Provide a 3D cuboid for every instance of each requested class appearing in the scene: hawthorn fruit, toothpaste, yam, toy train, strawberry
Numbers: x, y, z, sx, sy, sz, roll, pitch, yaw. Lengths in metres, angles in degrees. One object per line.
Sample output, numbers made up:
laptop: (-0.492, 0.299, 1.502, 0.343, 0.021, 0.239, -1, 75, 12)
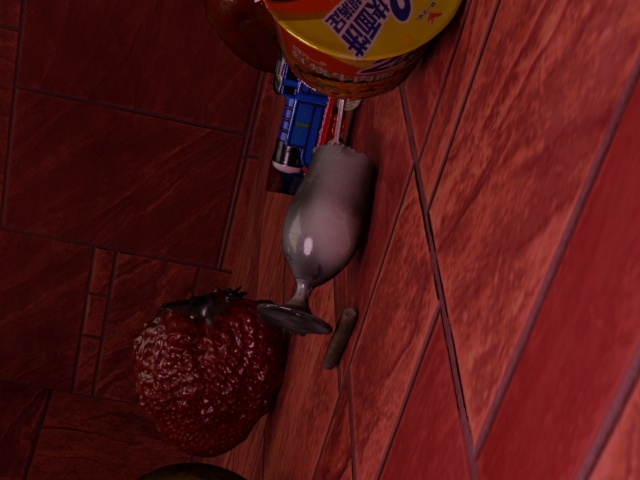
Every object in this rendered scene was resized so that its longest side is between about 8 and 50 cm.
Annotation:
hawthorn fruit: (-0.056, -0.398, 1.769, 0.299, 0.275, 0.275, -108, 28, -52)
toothpaste: (-0.035, -0.176, 1.941, 0.320, 0.076, 0.066, 119, 161, -64)
yam: (0.022, 0.119, 1.305, 0.116, 0.021, 0.021, 108, 170, -48)
toy train: (-0.014, -0.189, 1.595, 0.083, 0.131, 0.204, -109, 31, -74)
strawberry: (-0.181, 0.218, 1.839, 0.261, 0.261, 0.257, 117, 145, -63)

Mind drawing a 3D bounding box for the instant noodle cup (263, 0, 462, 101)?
instant noodle cup: (0.037, -0.250, 1.117, 0.174, 0.213, 0.213, 99, 180, -76)

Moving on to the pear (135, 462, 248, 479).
pear: (-0.176, 0.420, 1.439, 0.283, 0.283, 0.283, -169, 90, -82)

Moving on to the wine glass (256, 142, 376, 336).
wine glass: (0.000, 0.000, 1.308, 0.103, 0.103, 0.222, 127, 162, -73)
